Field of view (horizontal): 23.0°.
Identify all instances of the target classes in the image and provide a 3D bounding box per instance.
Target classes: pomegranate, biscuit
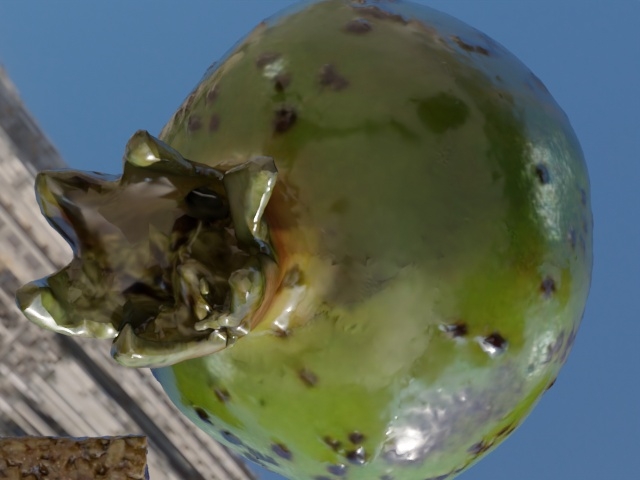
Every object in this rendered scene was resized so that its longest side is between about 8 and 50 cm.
[{"bbox_3d":[0.007,-0.014,0.695,0.231,0.286,0.230,-8,-115,18],"label":"pomegranate"},{"bbox_3d":[-0.173,0.119,0.710,0.199,0.034,0.064,0,-100,-13],"label":"biscuit"}]
